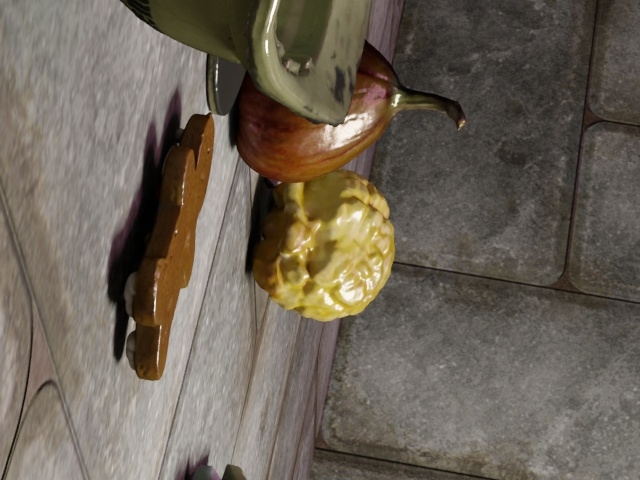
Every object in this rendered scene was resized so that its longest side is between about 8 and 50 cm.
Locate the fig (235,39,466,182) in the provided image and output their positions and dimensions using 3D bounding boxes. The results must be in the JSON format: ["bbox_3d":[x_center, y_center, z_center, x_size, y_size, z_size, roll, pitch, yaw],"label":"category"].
[{"bbox_3d":[0.005,-0.141,1.476,0.149,0.202,0.148,59,8,-23],"label":"fig"}]

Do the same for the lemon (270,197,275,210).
[{"bbox_3d":[-0.029,-0.034,1.887,0.083,0.062,0.062,90,11,-55],"label":"lemon"}]

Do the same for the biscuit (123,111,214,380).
[{"bbox_3d":[-0.107,-0.007,1.138,0.138,0.031,0.205,94,7,-53],"label":"biscuit"}]

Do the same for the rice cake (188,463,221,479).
[{"bbox_3d":[-0.128,0.327,1.523,0.080,0.042,0.221,102,0,-58],"label":"rice cake"}]

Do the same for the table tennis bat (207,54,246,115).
[{"bbox_3d":[-0.061,-0.214,1.365,0.138,0.022,0.246,93,9,-51],"label":"table tennis bat"}]

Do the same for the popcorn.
[{"bbox_3d":[0.000,0.000,1.782,0.180,0.170,0.180,-62,173,-12],"label":"popcorn"}]

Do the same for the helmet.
[{"bbox_3d":[-0.055,-0.170,0.763,0.257,0.137,0.204,73,26,-65],"label":"helmet"}]

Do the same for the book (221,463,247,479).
[{"bbox_3d":[-0.097,0.319,1.585,0.232,0.022,0.162,-161,-90,-80],"label":"book"}]
